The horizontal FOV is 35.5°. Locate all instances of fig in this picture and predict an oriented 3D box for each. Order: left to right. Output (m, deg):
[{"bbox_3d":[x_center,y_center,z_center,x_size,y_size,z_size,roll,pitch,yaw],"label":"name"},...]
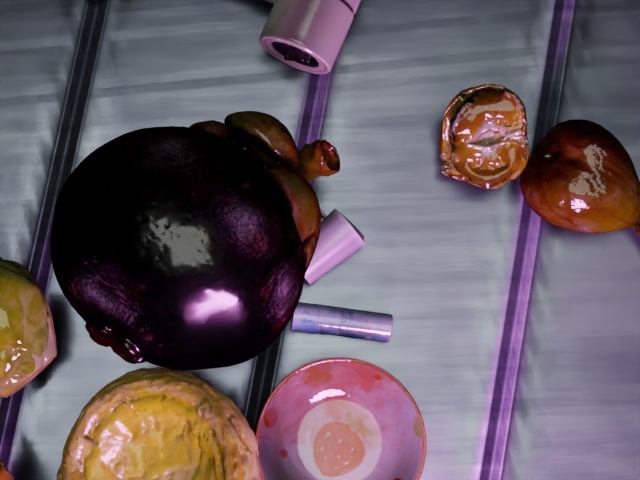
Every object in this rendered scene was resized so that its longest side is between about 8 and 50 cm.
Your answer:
[{"bbox_3d":[0.450,-0.063,1.588,0.274,0.145,0.170,40,85,-11],"label":"fig"}]

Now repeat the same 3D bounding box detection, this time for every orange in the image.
[{"bbox_3d":[0.265,-0.168,1.596,0.160,0.112,0.170,47,117,-2],"label":"orange"}]

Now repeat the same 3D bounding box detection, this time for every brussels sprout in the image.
[{"bbox_3d":[-0.507,0.128,1.504,0.223,0.161,0.223,0,76,0],"label":"brussels sprout"}]

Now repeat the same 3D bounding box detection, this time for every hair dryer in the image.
[{"bbox_3d":[-0.113,-0.425,1.618,0.362,0.128,0.203,22,84,8],"label":"hair dryer"}]

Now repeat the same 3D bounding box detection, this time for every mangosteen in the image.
[{"bbox_3d":[-0.174,-0.023,1.441,0.382,0.382,0.435,34,71,2],"label":"mangosteen"}]

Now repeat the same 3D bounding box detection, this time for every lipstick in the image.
[{"bbox_3d":[0.034,0.130,1.583,0.158,0.048,0.048,8,83,-2],"label":"lipstick"}]

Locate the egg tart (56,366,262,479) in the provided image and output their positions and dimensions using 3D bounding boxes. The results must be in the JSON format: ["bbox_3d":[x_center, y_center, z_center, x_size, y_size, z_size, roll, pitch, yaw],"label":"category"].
[{"bbox_3d":[-0.225,0.363,1.474,0.345,0.132,0.345,-6,71,18],"label":"egg tart"}]

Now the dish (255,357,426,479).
[{"bbox_3d":[0.030,0.312,1.544,0.260,0.085,0.260,0,81,-1],"label":"dish"}]

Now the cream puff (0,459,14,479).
[{"bbox_3d":[-0.603,0.413,1.431,0.327,0.231,0.343,0,87,-1],"label":"cream puff"}]

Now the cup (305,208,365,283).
[{"bbox_3d":[0.000,0.000,1.593,0.116,0.074,0.104,-39,62,-1],"label":"cup"}]
